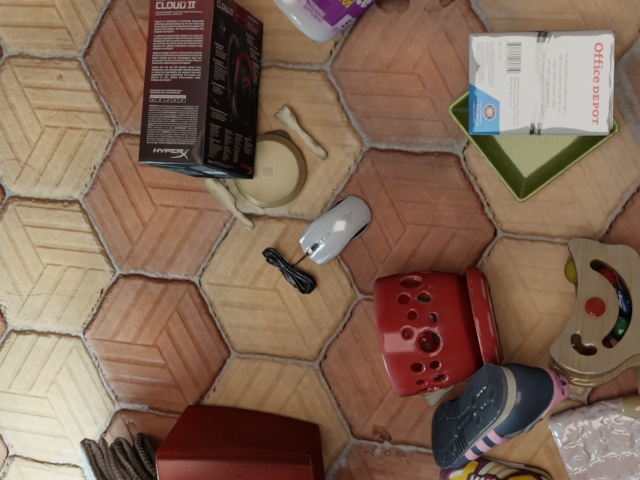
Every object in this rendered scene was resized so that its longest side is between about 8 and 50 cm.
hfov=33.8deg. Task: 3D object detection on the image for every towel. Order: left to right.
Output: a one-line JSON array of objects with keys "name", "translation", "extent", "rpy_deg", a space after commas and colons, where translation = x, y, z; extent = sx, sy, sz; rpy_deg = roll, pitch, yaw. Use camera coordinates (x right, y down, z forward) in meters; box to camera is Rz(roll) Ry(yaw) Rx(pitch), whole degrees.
[{"name": "towel", "translation": [-0.314, 0.474, 1.799], "extent": [0.121, 0.284, 0.235], "rpy_deg": [-13, 103, -19]}, {"name": "towel", "translation": [0.556, 0.377, 1.620], "extent": [0.332, 0.053, 0.316], "rpy_deg": [-18, 93, 18]}]

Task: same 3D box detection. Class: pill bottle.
[{"name": "pill bottle", "translation": [0.063, -0.451, 1.569], "extent": [0.301, 0.169, 0.169], "rpy_deg": [-39, 87, 20]}]

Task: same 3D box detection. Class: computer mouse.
[{"name": "computer mouse", "translation": [0.000, 0.000, 1.730], "extent": [0.193, 0.042, 0.106], "rpy_deg": [-43, 84, 19]}]

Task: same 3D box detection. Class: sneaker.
[{"name": "sneaker", "translation": [0.278, 0.391, 1.689], "extent": [0.186, 0.084, 0.069], "rpy_deg": [0, 99, 17]}, {"name": "sneaker", "translation": [0.268, 0.277, 1.610], "extent": [0.131, 0.319, 0.112], "rpy_deg": [1, 65, -16]}]

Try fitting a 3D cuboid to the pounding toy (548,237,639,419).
[{"name": "pounding toy", "translation": [0.413, 0.144, 1.576], "extent": [0.154, 0.155, 0.269], "rpy_deg": [-8, 65, 8]}]

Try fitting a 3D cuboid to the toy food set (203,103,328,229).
[{"name": "toy food set", "translation": [-0.087, -0.120, 1.745], "extent": [0.192, 0.038, 0.132], "rpy_deg": [-42, 92, 12]}]

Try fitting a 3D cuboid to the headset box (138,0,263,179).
[{"name": "headset box", "translation": [-0.179, -0.250, 1.631], "extent": [0.110, 0.218, 0.293], "rpy_deg": [3, 89, 16]}]

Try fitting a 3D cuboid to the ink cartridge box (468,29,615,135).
[{"name": "ink cartridge box", "translation": [0.321, -0.228, 1.522], "extent": [0.203, 0.086, 0.148], "rpy_deg": [2, 100, 16]}]

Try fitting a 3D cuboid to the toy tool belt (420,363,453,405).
[{"name": "toy tool belt", "translation": [0.190, 0.223, 1.706], "extent": [0.051, 0.052, 0.083], "rpy_deg": [43, 108, -3]}]

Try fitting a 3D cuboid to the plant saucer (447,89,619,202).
[{"name": "plant saucer", "translation": [0.323, -0.187, 1.599], "extent": [0.188, 0.045, 0.188], "rpy_deg": [-38, 87, 19]}]

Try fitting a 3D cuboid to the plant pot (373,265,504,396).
[{"name": "plant pot", "translation": [0.185, 0.135, 1.626], "extent": [0.174, 0.191, 0.191], "rpy_deg": [-11, 96, 9]}]

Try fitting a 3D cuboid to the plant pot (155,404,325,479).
[{"name": "plant pot", "translation": [-0.113, 0.424, 1.734], "extent": [0.236, 0.267, 0.267], "rpy_deg": [-6, 98, 6]}]
